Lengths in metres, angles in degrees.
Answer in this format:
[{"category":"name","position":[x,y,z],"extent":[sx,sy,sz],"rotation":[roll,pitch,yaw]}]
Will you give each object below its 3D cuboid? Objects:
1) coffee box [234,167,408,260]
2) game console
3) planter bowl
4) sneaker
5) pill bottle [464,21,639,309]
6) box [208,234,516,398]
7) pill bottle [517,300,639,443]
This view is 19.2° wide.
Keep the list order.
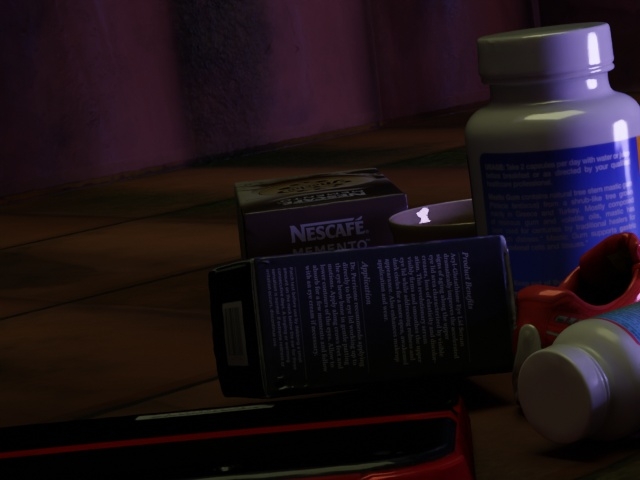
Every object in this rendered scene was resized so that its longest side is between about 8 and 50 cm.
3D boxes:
[{"category":"coffee box","position":[0.000,0.000,1.994],"extent":[0.168,0.119,0.297],"rotation":[-6,8,-4]},{"category":"game console","position":[-0.091,0.159,1.253],"extent":[0.387,0.060,0.342],"rotation":[-5,2,4]},{"category":"planter bowl","position":[0.148,0.024,1.749],"extent":[0.162,0.109,0.162],"rotation":[-6,8,1]},{"category":"sneaker","position":[0.253,0.049,1.461],"extent":[0.107,0.118,0.279],"rotation":[2,12,44]},{"category":"pill bottle","position":[0.202,-0.042,1.592],"extent":[0.152,0.272,0.152],"rotation":[-6,9,1]},{"category":"box","position":[0.031,0.061,1.483],"extent":[0.207,0.108,0.153],"rotation":[-6,-3,-17]},{"category":"pill bottle","position":[0.215,0.090,1.321],"extent":[0.160,0.087,0.087],"rotation":[-14,11,-40]}]
